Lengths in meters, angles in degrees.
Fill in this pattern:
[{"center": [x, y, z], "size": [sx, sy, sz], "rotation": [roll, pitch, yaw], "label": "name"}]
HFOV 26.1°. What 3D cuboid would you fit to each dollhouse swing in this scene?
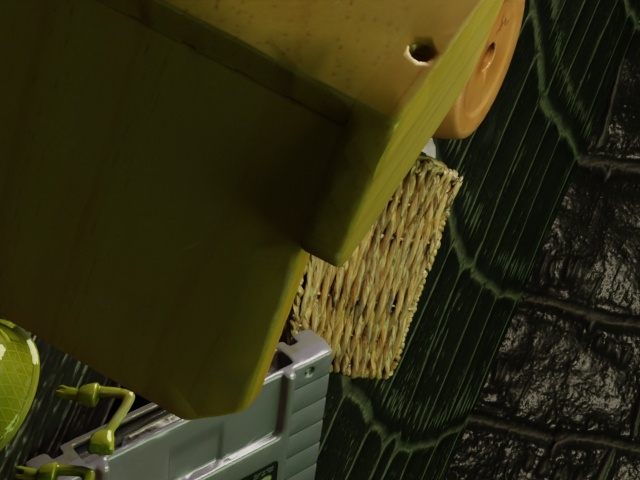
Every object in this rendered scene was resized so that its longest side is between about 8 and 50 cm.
[{"center": [-0.091, -0.111, 0.969], "size": [0.315, 0.346, 0.305], "rotation": [-55, 167, -37], "label": "dollhouse swing"}]

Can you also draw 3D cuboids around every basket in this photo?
[{"center": [0.000, 0.000, 1.757], "size": [0.213, 0.223, 0.299], "rotation": [12, 102, -38], "label": "basket"}]

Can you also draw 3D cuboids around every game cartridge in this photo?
[{"center": [-0.143, 0.253, 1.472], "size": [0.355, 0.068, 0.230], "rotation": [-24, 134, -32], "label": "game cartridge"}]

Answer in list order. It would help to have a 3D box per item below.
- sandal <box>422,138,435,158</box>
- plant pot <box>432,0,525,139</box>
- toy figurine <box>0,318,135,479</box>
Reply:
[{"center": [0.113, -0.124, 1.992], "size": [0.102, 0.076, 0.265], "rotation": [-60, -172, 24], "label": "sandal"}, {"center": [0.106, -0.242, 1.605], "size": [0.291, 0.203, 0.291], "rotation": [-54, 158, -35], "label": "plant pot"}, {"center": [-0.303, 0.189, 0.958], "size": [0.363, 0.191, 0.217], "rotation": [-63, 157, -21], "label": "toy figurine"}]
